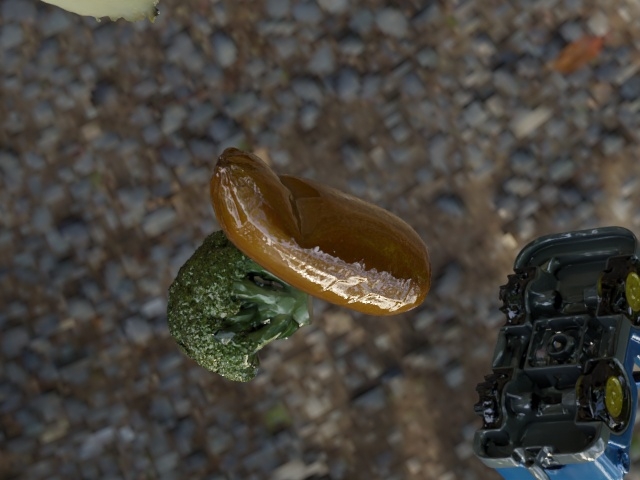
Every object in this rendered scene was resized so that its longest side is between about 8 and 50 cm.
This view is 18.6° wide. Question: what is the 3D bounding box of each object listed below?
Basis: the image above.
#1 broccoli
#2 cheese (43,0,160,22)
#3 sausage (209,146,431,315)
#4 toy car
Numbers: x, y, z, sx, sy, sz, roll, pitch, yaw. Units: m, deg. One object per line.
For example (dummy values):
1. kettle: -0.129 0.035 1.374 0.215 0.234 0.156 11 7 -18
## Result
1. broccoli: -0.067 0.055 1.612 0.120 0.130 0.131 -3 143 5
2. cheese: -0.073 -0.176 0.707 0.094 0.167 0.123 9 153 22
3. sausage: 0.000 0.000 1.008 0.054 0.062 0.183 -44 144 19
4. toy car: 0.176 0.091 1.333 0.097 0.191 0.100 -8 142 34
